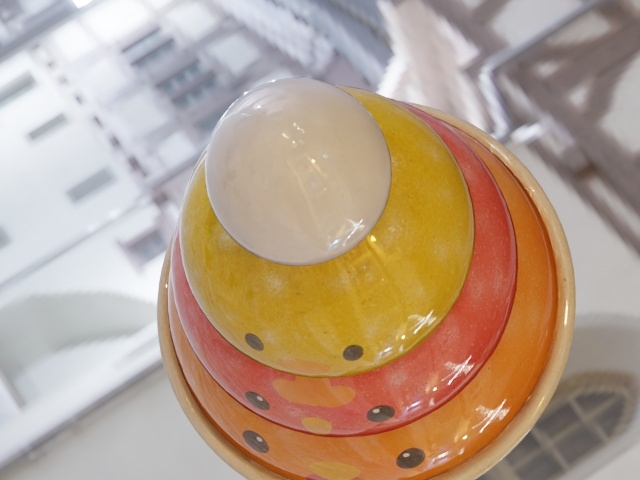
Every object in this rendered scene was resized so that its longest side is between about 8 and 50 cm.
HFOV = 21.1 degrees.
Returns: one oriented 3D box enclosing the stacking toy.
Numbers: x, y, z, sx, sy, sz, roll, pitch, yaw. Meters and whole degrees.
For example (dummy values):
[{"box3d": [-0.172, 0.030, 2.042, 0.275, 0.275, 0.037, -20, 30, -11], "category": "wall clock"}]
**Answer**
[{"box3d": [0.000, 0.000, 1.236, 0.350, 0.350, 0.480, 54, 0, 18], "category": "stacking toy"}]
